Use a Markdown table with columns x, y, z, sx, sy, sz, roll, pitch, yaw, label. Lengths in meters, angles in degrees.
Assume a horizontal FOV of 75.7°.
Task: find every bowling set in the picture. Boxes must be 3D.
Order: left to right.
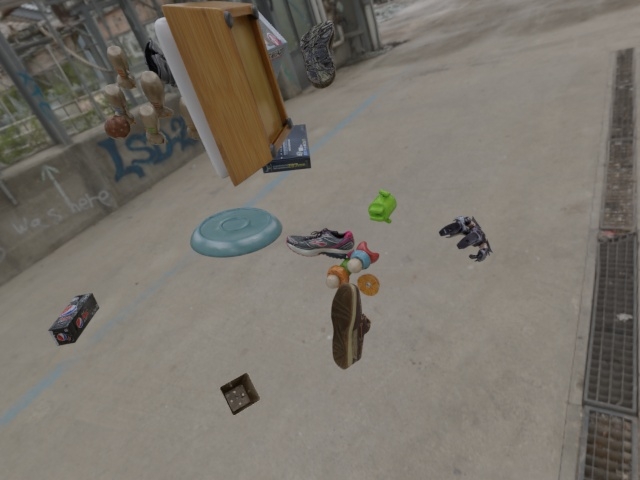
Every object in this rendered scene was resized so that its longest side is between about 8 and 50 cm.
| x | y | z | sx | sy | sz | roll | pitch | yaw | label |
| --- | --- | --- | --- | --- | --- | --- | --- | --- | --- |
| -0.449 | -0.310 | 1.012 | 0.200 | 0.287 | 0.154 | -52 | -3 | -21 | bowling set |

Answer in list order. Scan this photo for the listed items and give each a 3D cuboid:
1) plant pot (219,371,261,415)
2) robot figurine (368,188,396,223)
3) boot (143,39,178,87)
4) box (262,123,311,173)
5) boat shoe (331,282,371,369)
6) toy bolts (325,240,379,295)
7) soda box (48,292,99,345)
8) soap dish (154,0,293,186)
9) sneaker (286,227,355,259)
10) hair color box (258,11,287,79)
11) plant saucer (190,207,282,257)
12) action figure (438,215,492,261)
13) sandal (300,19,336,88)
| x | y | z | sx | sy | sz | roll | pitch | yaw | label |
| --- | --- | --- | --- | --- | --- | --- | --- | --- | --- |
| -0.286 | 0.545 | 1.444 | 0.109 | 0.096 | 0.109 | -23 | 70 | -28 | plant pot |
| 0.183 | -0.099 | 1.213 | 0.067 | 0.101 | 0.115 | 6 | 32 | 29 | robot figurine |
| -0.510 | -0.566 | 1.515 | 0.118 | 0.338 | 0.223 | -44 | -21 | 27 | boot |
| -0.137 | -0.358 | 1.593 | 0.183 | 0.059 | 0.232 | -7 | 46 | 0 | box |
| 0.121 | 0.311 | 1.538 | 0.123 | 0.342 | 0.123 | -9 | 17 | -33 | boat shoe |
| 0.147 | 0.142 | 1.680 | 0.218 | 0.228 | 0.158 | 39 | 39 | 11 | toy bolts |
| -0.699 | 0.221 | 1.176 | 0.053 | 0.060 | 0.169 | -11 | 26 | -1 | soda box |
| -0.152 | -0.277 | 0.744 | 0.118 | 0.291 | 0.229 | -10 | 29 | 14 | soap dish |
| 0.000 | 0.000 | 1.786 | 0.299 | 0.112 | 0.121 | 3 | 27 | 5 | sneaker |
| -0.263 | -0.645 | 1.556 | 0.113 | 0.185 | 0.374 | -38 | -7 | -29 | hair color box |
| -0.291 | -0.042 | 1.416 | 0.317 | 0.043 | 0.317 | -4 | 29 | 2 | plant saucer |
| 0.538 | -0.015 | 1.498 | 0.099 | 0.285 | 0.185 | -44 | 65 | 24 | action figure |
| 0.005 | -0.437 | 0.984 | 0.090 | 0.060 | 0.219 | -15 | 62 | 14 | sandal |
